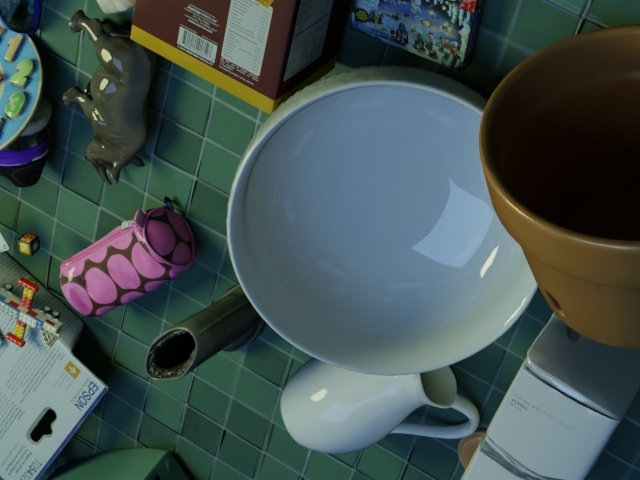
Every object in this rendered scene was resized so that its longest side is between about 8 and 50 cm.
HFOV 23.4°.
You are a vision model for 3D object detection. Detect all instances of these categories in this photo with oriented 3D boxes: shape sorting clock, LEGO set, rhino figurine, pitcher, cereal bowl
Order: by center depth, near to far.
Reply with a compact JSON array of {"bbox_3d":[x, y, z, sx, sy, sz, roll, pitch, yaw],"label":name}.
[{"bbox_3d":[0.072,-0.033,1.648,0.339,0.141,0.339,1,114,2],"label":"cereal bowl"},{"bbox_3d":[-0.251,-0.160,1.863,0.106,0.073,0.243,28,133,19],"label":"rhino figurine"},{"bbox_3d":[0.072,0.199,1.870,0.207,0.125,0.178,-23,121,30],"label":"pitcher"},{"bbox_3d":[-0.440,-0.189,1.901,0.206,0.206,0.040,25,164,18],"label":"shape sorting clock"},{"bbox_3d":[-0.451,0.069,2.079,0.244,0.060,0.182,-15,111,34],"label":"LEGO set"}]

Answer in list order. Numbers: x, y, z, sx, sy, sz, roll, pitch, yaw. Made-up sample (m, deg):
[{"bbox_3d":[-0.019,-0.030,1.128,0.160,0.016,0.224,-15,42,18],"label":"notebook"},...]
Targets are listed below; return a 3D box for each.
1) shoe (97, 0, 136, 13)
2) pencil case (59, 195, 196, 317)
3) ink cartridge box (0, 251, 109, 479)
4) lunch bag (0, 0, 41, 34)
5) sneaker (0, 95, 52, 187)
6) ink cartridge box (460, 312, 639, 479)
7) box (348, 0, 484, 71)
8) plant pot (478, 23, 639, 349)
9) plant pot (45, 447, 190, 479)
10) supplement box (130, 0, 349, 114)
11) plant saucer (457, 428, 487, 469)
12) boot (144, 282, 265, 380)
[{"bbox_3d":[-0.269,-0.353,1.741,0.058,0.076,0.219,-17,111,34],"label":"shoe"},{"bbox_3d":[-0.253,0.026,1.978,0.098,0.095,0.209,26,141,-33],"label":"pencil case"},{"bbox_3d":[-0.472,0.170,2.231,0.330,0.071,0.324,42,131,1],"label":"ink cartridge box"},{"bbox_3d":[-0.404,-0.314,1.848,0.129,0.096,0.151,29,160,14],"label":"lunch bag"},{"bbox_3d":[-0.479,-0.142,2.005,0.293,0.102,0.146,20,130,21],"label":"sneaker"},{"bbox_3d":[0.254,0.198,1.676,0.117,0.207,0.283,31,132,11],"label":"ink cartridge box"},{"bbox_3d":[0.099,-0.242,1.606,0.137,0.027,0.094,23,129,19],"label":"box"},{"bbox_3d":[0.301,-0.035,1.462,0.291,0.291,0.203,17,144,24],"label":"plant pot"},{"bbox_3d":[-0.293,0.400,2.211,0.234,0.166,0.165,-26,104,35],"label":"plant pot"},{"bbox_3d":[-0.078,-0.276,1.625,0.191,0.129,0.194,30,132,18],"label":"supplement box"},{"bbox_3d":[0.205,0.268,1.888,0.083,0.013,0.083,16,127,23],"label":"plant saucer"},{"bbox_3d":[-0.136,0.118,1.879,0.076,0.208,0.189,41,133,5],"label":"boot"}]
